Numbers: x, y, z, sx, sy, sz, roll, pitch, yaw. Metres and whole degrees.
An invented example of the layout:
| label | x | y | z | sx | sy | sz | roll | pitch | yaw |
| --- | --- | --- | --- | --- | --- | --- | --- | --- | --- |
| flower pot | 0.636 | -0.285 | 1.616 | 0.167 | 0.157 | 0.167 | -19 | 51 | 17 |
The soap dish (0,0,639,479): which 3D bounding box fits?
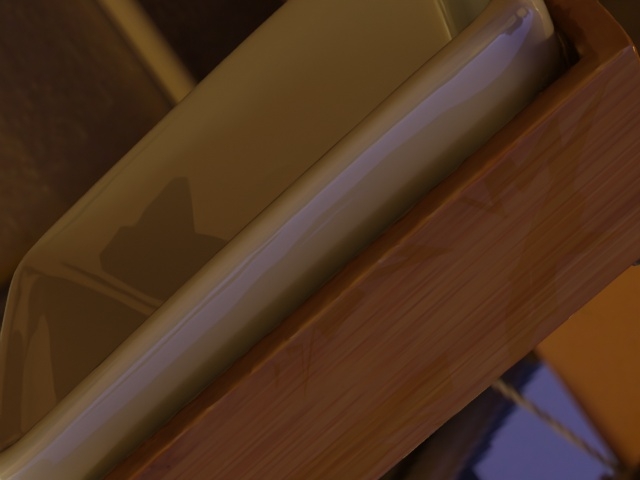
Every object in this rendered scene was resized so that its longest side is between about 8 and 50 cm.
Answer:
| label | x | y | z | sx | sy | sz | roll | pitch | yaw |
| --- | --- | --- | --- | --- | --- | --- | --- | --- | --- |
| soap dish | 0.000 | 0.000 | 0.678 | 0.291 | 0.118 | 0.229 | -41 | -159 | 11 |
